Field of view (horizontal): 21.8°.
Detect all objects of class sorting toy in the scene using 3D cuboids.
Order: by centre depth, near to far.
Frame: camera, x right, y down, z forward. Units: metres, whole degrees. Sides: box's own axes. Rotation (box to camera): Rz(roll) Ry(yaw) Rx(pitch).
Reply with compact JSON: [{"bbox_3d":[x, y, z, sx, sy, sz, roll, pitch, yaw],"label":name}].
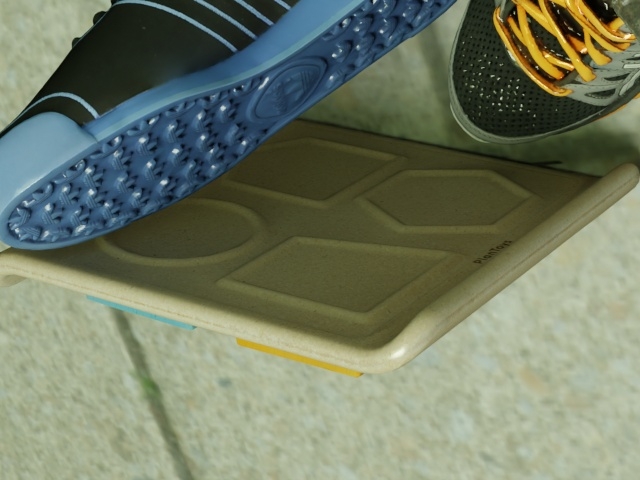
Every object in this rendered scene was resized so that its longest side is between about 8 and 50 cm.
[{"bbox_3d":[0.000,0.000,0.680,0.208,0.193,0.038,9,115,33],"label":"sorting toy"}]

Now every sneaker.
[{"bbox_3d":[0.109,-0.099,0.614,0.084,0.083,0.215,47,136,2],"label":"sneaker"},{"bbox_3d":[-0.047,-0.087,0.654,0.090,0.232,0.081,50,162,20],"label":"sneaker"}]

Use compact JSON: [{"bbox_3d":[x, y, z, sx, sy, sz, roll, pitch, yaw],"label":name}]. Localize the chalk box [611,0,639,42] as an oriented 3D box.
[{"bbox_3d":[0.217,-0.032,0.482,0.132,0.132,0.213,-47,63,32],"label":"chalk box"}]
